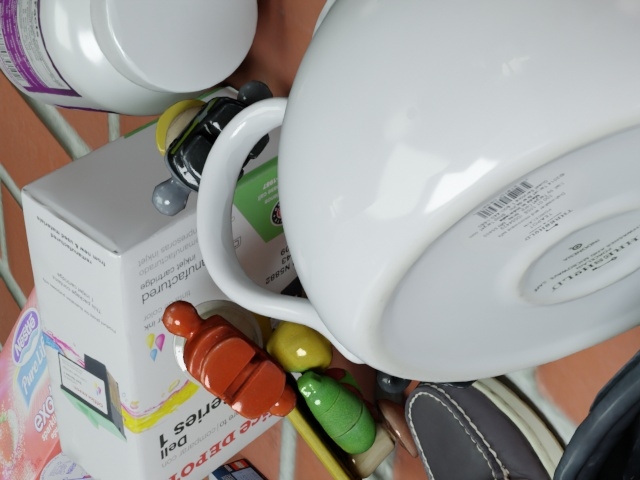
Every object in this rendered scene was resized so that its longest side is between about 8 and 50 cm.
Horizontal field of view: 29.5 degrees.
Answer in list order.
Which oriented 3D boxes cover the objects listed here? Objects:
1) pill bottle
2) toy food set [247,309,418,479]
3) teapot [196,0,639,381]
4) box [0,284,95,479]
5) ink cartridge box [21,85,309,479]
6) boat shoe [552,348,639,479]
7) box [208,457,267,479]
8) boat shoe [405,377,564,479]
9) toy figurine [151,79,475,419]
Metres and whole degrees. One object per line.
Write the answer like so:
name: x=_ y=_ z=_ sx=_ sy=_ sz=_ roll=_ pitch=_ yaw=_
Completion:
pill bottle: x=-0.173 y=-0.193 z=1.046 sx=0.301 sy=0.169 sz=0.169 roll=15 pitch=115 yaw=60
toy food set: x=0.020 y=0.124 z=0.912 sx=0.218 sy=0.071 sz=0.128 roll=56 pitch=180 yaw=-28
teapot: x=0.080 y=-0.064 z=0.549 sx=0.252 sy=0.256 sz=0.187 roll=103 pitch=149 yaw=-56
box: x=-0.214 y=0.124 z=1.209 sx=0.300 sy=0.154 sz=0.142 roll=-56 pitch=51 yaw=34
ink cartridge box: x=-0.107 y=0.051 z=0.958 sx=0.117 sy=0.201 sz=0.278 roll=31 pitch=137 yaw=31
boat shoe: x=0.244 y=0.048 z=0.380 sx=0.500 sy=0.156 sz=0.187 roll=-43 pitch=62 yaw=59
box: x=-0.051 y=0.357 z=1.212 sx=0.159 sy=0.044 sz=0.233 roll=29 pitch=128 yaw=55
boat shoe: x=0.121 y=0.202 z=0.752 sx=0.285 sy=0.092 sz=0.103 roll=61 pitch=150 yaw=27
toy figurine: x=0.000 y=0.000 z=0.769 sx=0.148 sy=0.213 sz=0.210 roll=-157 pitch=59 yaw=-77
